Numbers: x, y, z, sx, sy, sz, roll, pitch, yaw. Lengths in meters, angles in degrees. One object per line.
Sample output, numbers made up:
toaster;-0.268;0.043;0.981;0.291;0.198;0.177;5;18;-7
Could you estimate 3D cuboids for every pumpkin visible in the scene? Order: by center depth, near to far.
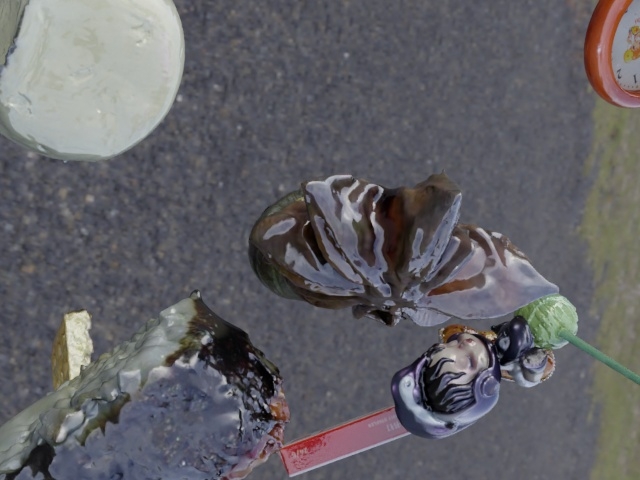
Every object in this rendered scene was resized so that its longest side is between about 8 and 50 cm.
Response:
pumpkin;0.000;-0.002;1.717;0.238;0.238;0.159;-50;139;-41

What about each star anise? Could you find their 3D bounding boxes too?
star anise;0.079;0.013;1.054;0.315;0.315;0.108;53;39;-56

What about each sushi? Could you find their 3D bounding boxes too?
sushi;-0.194;0.209;0.985;0.343;0.182;0.196;-38;-177;8

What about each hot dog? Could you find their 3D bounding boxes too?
hot dog;0.275;0.176;1.680;0.108;0.191;0.059;-102;-157;-53

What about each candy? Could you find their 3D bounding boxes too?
candy;0.392;0.162;1.505;0.092;0.335;0.093;-21;122;-23

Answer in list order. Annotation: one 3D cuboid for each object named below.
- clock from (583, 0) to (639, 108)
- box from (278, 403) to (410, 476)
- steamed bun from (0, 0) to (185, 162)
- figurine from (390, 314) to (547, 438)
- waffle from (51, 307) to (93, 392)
clock;0.425;-0.270;1.396;0.205;0.051;0.205;-15;123;-23
box;0.055;0.298;1.655;0.123;0.229;0.050;27;42;-81
steamed bun;-0.388;-0.304;1.746;0.312;0.233;0.334;25;105;-35
figurine;0.208;0.200;1.542;0.145;0.222;0.145;158;-90;-89
waffle;-0.451;0.274;1.972;0.221;0.055;0.247;128;-44;-59
